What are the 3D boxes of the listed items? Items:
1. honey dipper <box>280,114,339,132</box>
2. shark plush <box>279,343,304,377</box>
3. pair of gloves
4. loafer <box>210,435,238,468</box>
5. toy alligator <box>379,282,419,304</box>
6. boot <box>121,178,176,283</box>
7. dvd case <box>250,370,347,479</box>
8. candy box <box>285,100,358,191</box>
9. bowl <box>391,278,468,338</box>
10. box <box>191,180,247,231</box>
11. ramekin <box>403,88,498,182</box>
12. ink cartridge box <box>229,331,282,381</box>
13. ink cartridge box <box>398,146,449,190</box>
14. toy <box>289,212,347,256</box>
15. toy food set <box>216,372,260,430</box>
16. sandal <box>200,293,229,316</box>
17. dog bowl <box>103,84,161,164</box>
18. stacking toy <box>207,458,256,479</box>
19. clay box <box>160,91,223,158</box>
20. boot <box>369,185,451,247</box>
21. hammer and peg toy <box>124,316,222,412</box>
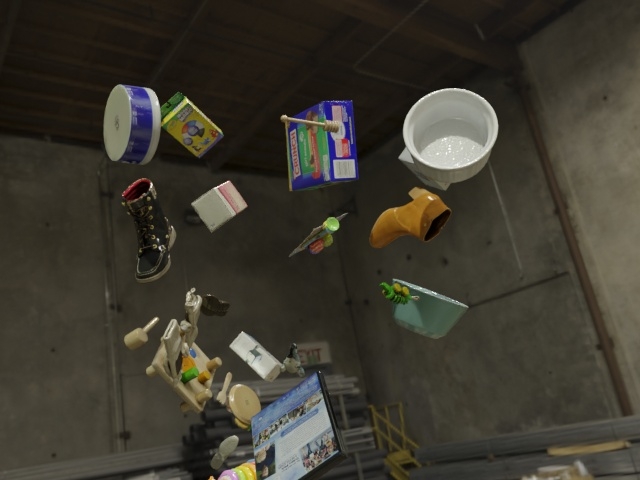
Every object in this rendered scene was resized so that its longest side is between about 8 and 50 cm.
[{"bbox_3d":[-0.027,-0.300,1.526,0.160,0.031,0.030,3,-23,-27],"label":"honey dipper"},{"bbox_3d":[-0.083,0.325,1.668,0.073,0.067,0.161,6,-32,17],"label":"shark plush"},{"bbox_3d":[-0.385,0.270,1.692,0.042,0.240,0.204,10,-57,4],"label":"pair of gloves"},{"bbox_3d":[-0.296,0.653,1.850,0.125,0.045,0.039,-53,-9,7],"label":"loafer"},{"bbox_3d":[0.259,0.183,1.902,0.189,0.051,0.056,25,-41,-38],"label":"toy alligator"},{"bbox_3d":[-0.666,-0.040,2.271,0.138,0.377,0.284,-9,-57,7],"label":"boot"},{"bbox_3d":[-0.049,0.370,1.125,0.180,0.022,0.253,-36,22,4],"label":"dvd case"},{"bbox_3d":[-0.004,-0.320,2.072,0.122,0.269,0.317,-5,1,-26],"label":"candy box"},{"bbox_3d":[0.405,0.278,2.328,0.311,0.163,0.311,19,0,0],"label":"bowl"},{"bbox_3d":[-0.431,-0.151,2.568,0.126,0.149,0.232,-33,7,15],"label":"box"},{"bbox_3d":[0.398,-0.312,1.827,0.277,0.277,0.135,-14,-23,8],"label":"ramekin"},{"bbox_3d":[-0.243,0.450,2.290,0.082,0.190,0.140,-50,-17,-7],"label":"ink cartridge box"},{"bbox_3d":[0.405,-0.289,2.169,0.176,0.128,0.127,36,-3,-33],"label":"ink cartridge box"},{"bbox_3d":[0.000,0.000,1.880,0.136,0.056,0.237,-28,-12,-29],"label":"toy"},{"bbox_3d":[-0.228,0.485,1.740,0.038,0.132,0.192,-36,-70,26],"label":"toy food set"},{"bbox_3d":[-0.455,0.270,2.499,0.060,0.090,0.219,25,-1,23],"label":"sandal"},{"bbox_3d":[-0.652,-0.397,2.048,0.104,0.265,0.265,0,-21,-39],"label":"dog bowl"},{"bbox_3d":[-0.307,0.889,2.157,0.165,0.175,0.301,-19,-25,34],"label":"stacking toy"},{"bbox_3d":[-0.462,-0.403,2.093,0.127,0.053,0.222,-40,-45,8],"label":"clay box"},{"bbox_3d":[0.309,-0.045,2.085,0.104,0.211,0.295,33,-75,-34],"label":"boot"},{"bbox_3d":[-0.508,0.404,2.107,0.127,0.361,0.266,-31,20,15],"label":"hammer and peg toy"}]
